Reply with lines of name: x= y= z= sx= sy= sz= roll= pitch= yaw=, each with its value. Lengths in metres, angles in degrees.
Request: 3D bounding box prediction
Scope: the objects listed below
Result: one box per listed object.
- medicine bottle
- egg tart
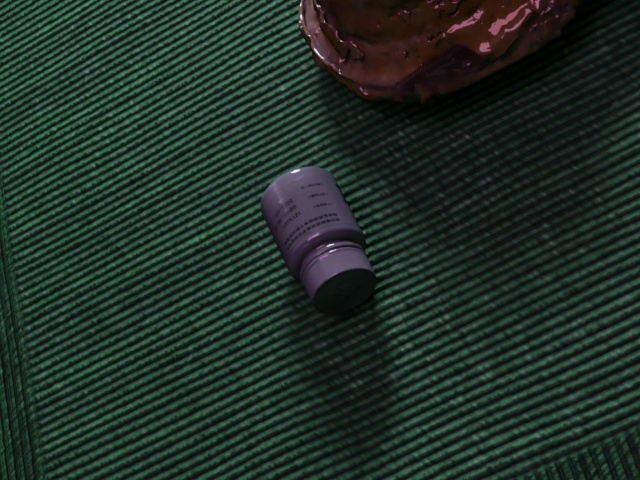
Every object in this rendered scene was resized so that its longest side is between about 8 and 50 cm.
medicine bottle: x=0.000 y=0.000 z=1.542 sx=0.080 sy=0.080 sz=0.130 roll=-35 pitch=55 yaw=12
egg tart: x=0.113 y=-0.299 z=1.583 sx=0.352 sy=0.150 sz=0.352 roll=-16 pitch=57 yaw=26
